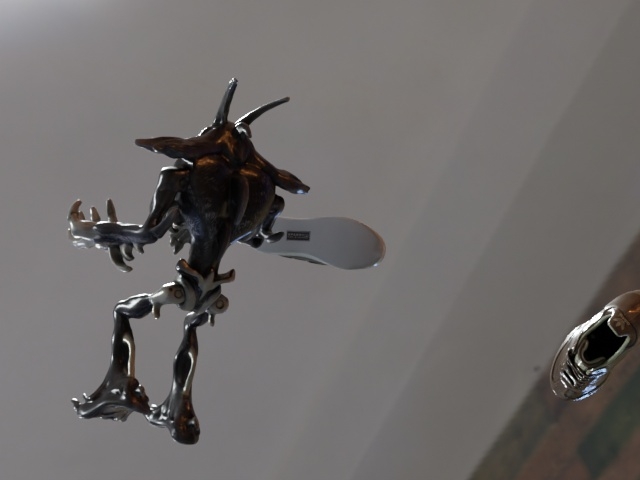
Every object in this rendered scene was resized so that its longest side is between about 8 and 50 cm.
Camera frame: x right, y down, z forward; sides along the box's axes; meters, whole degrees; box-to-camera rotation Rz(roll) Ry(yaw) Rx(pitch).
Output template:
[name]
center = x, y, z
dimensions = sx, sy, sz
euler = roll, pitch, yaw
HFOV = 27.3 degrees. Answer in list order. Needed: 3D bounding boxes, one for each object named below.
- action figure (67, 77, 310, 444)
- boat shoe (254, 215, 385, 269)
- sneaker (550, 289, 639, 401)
[action figure]
center = -0.113, 0.007, 1.014
dimensions = 0.164, 0.141, 0.276
euler = 15, -86, -43
[boat shoe]
center = 0.000, 0.000, 1.256
dimensions = 0.040, 0.142, 0.049
euler = 15, -96, -65
[sneaker]
center = 0.285, 0.118, 1.403
dimensions = 0.071, 0.066, 0.188
euler = -23, -25, -38
